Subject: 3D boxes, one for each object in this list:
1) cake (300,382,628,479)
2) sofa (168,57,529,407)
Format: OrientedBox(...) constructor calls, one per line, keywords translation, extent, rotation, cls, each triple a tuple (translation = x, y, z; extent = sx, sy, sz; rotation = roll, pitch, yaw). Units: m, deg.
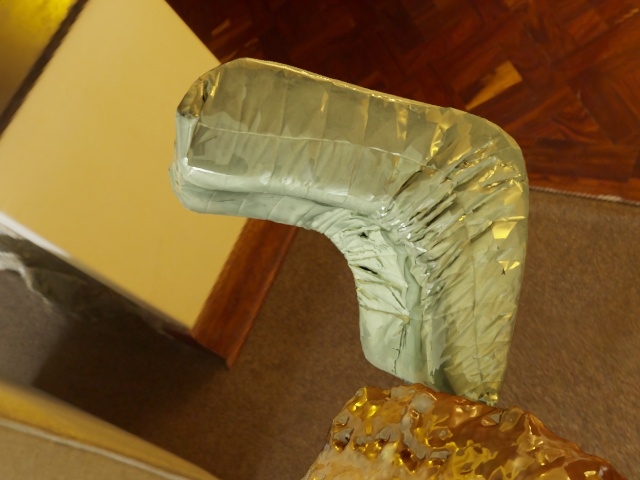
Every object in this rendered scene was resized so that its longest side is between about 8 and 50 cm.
OrientedBox(translation=(0.044, 0.242, 0.352), extent=(0.293, 0.199, 0.196), rotation=(-51, 26, -22), cls="cake")
OrientedBox(translation=(0.000, 0.000, 0.500), extent=(0.210, 0.225, 0.176), rotation=(175, 107, -76), cls="sofa")
